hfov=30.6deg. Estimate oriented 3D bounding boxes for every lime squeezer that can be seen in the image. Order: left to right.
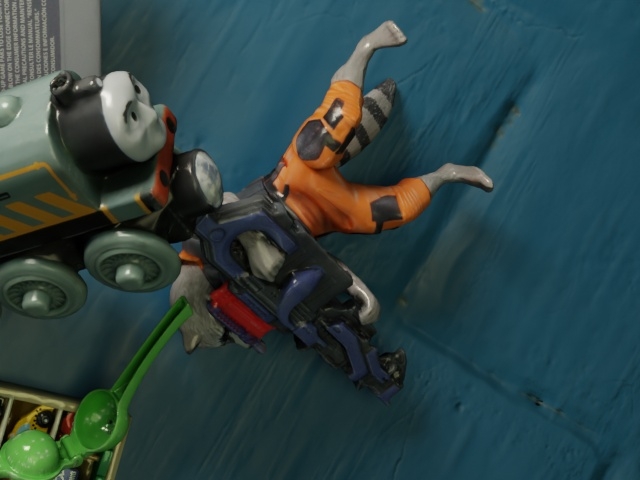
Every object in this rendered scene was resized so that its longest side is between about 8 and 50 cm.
[{"bbox_3d":[-0.233,0.167,1.018,0.310,0.110,0.059,-30,67,-11],"label":"lime squeezer"}]

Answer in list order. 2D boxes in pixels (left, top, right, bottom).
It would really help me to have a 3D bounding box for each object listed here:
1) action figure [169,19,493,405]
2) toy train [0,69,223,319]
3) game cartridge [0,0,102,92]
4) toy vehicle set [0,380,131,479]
[{"bbox_3d":[0.000,0.000,1.125,0.330,0.178,0.341,-39,132,-6],"label":"action figure"},{"bbox_3d":[-0.249,-0.031,0.928,0.334,0.142,0.190,-14,140,20],"label":"toy train"},{"bbox_3d":[-0.282,-0.202,0.971,0.196,0.060,0.294,-9,121,-25],"label":"game cartridge"},{"bbox_3d":[-0.291,0.268,1.077,0.166,0.035,0.267,16,90,-21],"label":"toy vehicle set"}]
